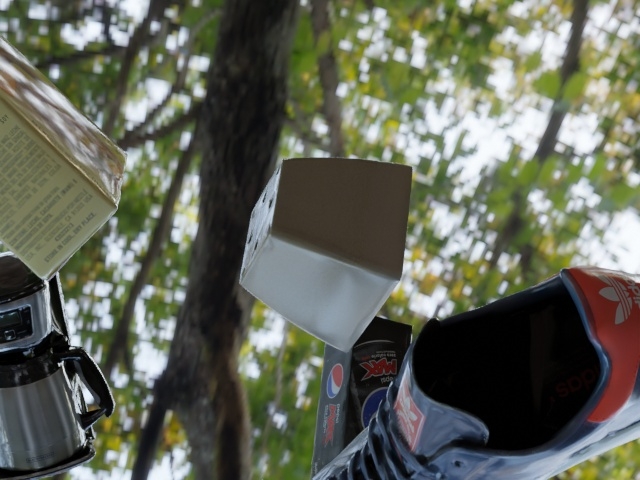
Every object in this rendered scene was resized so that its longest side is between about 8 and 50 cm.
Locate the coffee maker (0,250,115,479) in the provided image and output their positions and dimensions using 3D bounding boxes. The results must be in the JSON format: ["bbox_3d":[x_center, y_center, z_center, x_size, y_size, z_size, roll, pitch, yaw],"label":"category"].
[{"bbox_3d":[-0.276,0.103,1.452,0.120,0.178,0.171,-22,-159,-34],"label":"coffee maker"}]

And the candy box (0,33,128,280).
[{"bbox_3d":[-0.289,-0.126,1.251,0.316,0.087,0.183,44,-172,-14],"label":"candy box"}]

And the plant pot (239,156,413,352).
[{"bbox_3d":[0.000,0.000,1.215,0.096,0.109,0.109,19,-130,-13],"label":"plant pot"}]

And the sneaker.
[{"bbox_3d":[0.071,0.126,1.045,0.148,0.350,0.131,21,-146,-50],"label":"sneaker"}]

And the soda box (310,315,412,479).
[{"bbox_3d":[0.031,0.146,1.309,0.053,0.060,0.168,15,-113,-23],"label":"soda box"}]
